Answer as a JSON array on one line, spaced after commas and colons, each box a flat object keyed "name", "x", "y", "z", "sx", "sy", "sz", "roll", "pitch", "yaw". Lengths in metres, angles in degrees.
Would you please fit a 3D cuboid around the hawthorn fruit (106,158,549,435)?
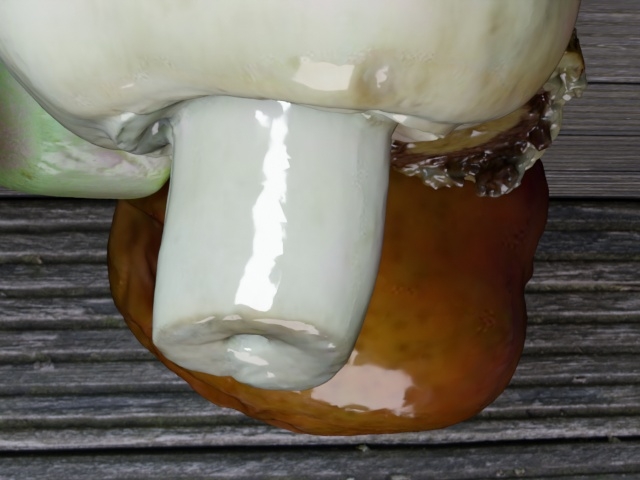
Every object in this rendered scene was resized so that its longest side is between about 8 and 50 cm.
[{"name": "hawthorn fruit", "x": 0.000, "y": 0.000, "z": 1.782, "sx": 0.472, "sy": 0.471, "sz": 0.472, "roll": -1, "pitch": 176, "yaw": 0}]

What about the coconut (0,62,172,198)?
[{"name": "coconut", "x": -0.192, "y": -0.134, "z": 1.458, "sx": 0.236, "sy": 0.235, "sz": 0.204, "roll": 1, "pitch": -153, "yaw": -28}]

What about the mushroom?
[{"name": "mushroom", "x": -0.028, "y": -0.130, "z": 0.997, "sx": 0.353, "sy": 0.353, "sz": 0.325, "roll": 0, "pitch": 145, "yaw": -10}]

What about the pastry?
[{"name": "pastry", "x": 0.092, "y": -0.156, "z": 1.501, "sx": 0.256, "sy": 0.170, "sz": 0.236, "roll": 0, "pitch": 153, "yaw": -12}]
